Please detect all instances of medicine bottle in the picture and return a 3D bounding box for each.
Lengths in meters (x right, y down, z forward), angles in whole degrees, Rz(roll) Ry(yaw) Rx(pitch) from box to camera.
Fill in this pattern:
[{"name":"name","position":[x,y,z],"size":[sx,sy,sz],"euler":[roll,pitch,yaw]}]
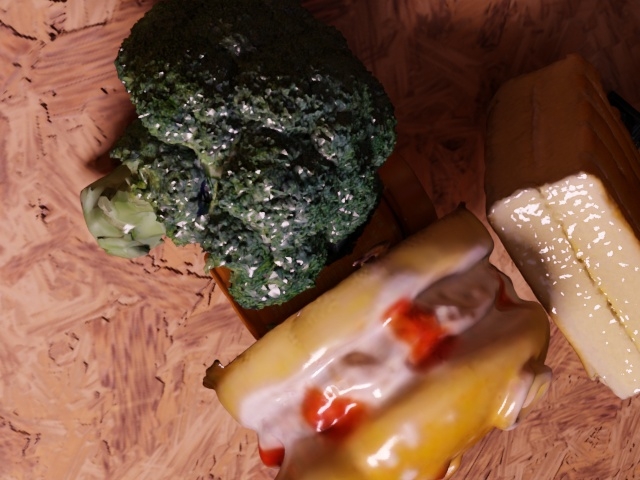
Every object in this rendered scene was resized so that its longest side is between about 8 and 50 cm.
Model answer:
[{"name":"medicine bottle","position":[0.000,0.000,1.424],"size":[0.192,0.096,0.096],"euler":[-35,135,-6]}]

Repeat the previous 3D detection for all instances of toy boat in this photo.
[{"name":"toy boat","position":[0.257,-0.073,1.565],"size":[0.060,0.055,0.141],"euler":[16,115,-49]}]

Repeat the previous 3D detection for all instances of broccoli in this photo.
[{"name":"broccoli","position":[-0.068,-0.061,1.253],"size":[0.270,0.270,0.270],"euler":[-27,145,35]}]

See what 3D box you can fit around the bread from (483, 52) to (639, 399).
[{"name":"bread","position":[0.243,-0.013,1.433],"size":[0.111,0.239,0.246],"euler":[-24,116,20]}]

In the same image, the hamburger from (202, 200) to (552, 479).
[{"name":"hamburger","position":[0.049,0.119,1.315],"size":[0.302,0.186,0.261],"euler":[-25,168,-45]}]
